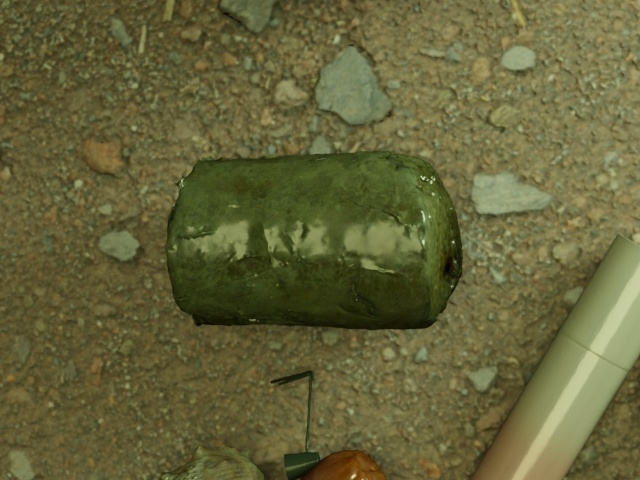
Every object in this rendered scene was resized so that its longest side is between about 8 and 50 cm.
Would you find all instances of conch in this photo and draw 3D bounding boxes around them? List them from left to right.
[{"bbox_3d":[-0.123,0.339,1.371,0.163,0.245,0.178,-15,123,-14],"label":"conch"}]

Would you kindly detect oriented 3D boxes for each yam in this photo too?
[{"bbox_3d":[0.000,0.000,1.349,0.300,0.195,0.195,0,90,13],"label":"yam"}]

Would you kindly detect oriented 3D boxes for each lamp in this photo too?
[{"bbox_3d":[-0.023,0.216,1.433,0.054,0.041,0.121,-12,90,4],"label":"lamp"}]

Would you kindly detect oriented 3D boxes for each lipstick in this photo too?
[{"bbox_3d":[0.275,0.153,1.336,0.087,0.087,0.326,31,97,11],"label":"lipstick"}]

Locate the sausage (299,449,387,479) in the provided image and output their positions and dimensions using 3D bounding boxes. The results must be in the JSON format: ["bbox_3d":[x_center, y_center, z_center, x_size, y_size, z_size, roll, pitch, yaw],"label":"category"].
[{"bbox_3d":[-0.015,0.354,1.392,0.114,0.113,0.259,32,98,11],"label":"sausage"}]
